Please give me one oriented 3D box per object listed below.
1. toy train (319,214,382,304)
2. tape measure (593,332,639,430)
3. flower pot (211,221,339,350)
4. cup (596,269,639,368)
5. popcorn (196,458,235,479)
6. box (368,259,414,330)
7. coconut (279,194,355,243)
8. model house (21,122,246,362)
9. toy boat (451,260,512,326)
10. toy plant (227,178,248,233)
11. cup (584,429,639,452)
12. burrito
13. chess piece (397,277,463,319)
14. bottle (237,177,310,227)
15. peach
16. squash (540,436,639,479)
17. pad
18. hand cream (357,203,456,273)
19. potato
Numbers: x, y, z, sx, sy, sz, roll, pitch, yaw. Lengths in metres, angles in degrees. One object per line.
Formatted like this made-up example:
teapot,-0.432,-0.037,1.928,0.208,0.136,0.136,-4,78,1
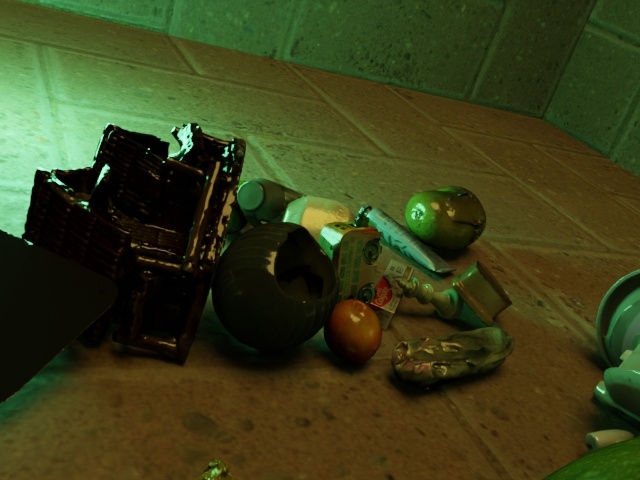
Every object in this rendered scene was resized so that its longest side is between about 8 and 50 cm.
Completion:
toy train,0.045,0.048,1.222,0.099,0.188,0.072,-3,17,-29
tape measure,0.579,0.264,1.142,0.258,0.130,0.265,39,-11,33
flower pot,-0.068,0.069,1.092,0.189,0.157,0.243,56,19,-3
cup,0.728,0.155,1.426,0.253,0.253,0.371,34,26,30
popcorn,-0.115,0.276,0.773,0.059,0.068,0.083,-29,35,-5
box,0.130,0.098,1.353,0.055,0.040,0.218,25,24,9
coconut,-0.001,0.001,1.321,0.162,0.161,0.161,18,24,-9
model house,-0.283,-0.034,1.043,0.282,0.317,0.297,18,11,-13
toy boat,0.320,0.100,1.398,0.116,0.061,0.188,50,13,7
toy plant,-0.176,-0.074,1.427,0.092,0.093,0.162,20,24,1
cup,0.471,0.337,0.967,0.173,0.168,0.299,-5,13,-19
burrito,0.233,0.193,1.198,0.309,0.066,0.096,-3,30,-45
chess piece,0.199,0.100,1.332,0.149,0.059,0.059,26,18,-32
bottle,-0.082,-0.062,1.413,0.079,0.096,0.253,8,-3,22
peach,0.049,0.145,1.130,0.100,0.101,0.101,16,24,-7
squash,0.319,0.314,0.712,0.310,0.309,0.310,15,24,-7
pad,-0.485,0.101,0.895,0.375,0.063,0.315,22,40,18
hand cream,0.188,-0.001,1.593,0.256,0.055,0.088,36,18,28
potato,0.295,-0.054,1.664,0.169,0.144,0.248,27,18,35
